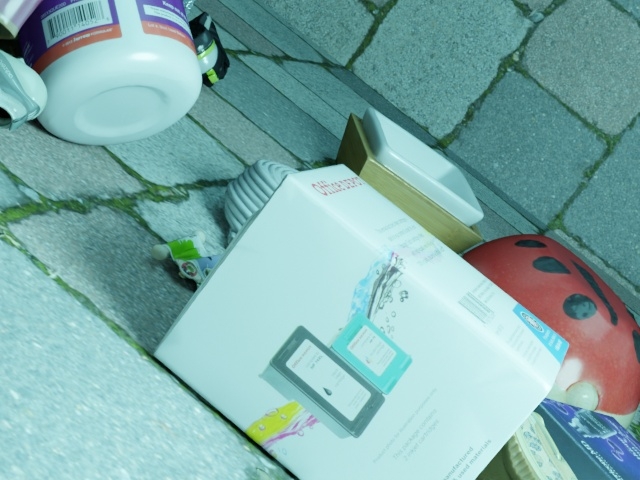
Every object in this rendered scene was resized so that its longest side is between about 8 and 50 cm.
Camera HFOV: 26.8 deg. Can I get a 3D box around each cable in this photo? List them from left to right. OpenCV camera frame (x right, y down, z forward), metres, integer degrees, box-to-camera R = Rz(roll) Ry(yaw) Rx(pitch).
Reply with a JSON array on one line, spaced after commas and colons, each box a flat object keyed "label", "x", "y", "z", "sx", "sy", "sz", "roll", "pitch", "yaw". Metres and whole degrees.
[{"label": "cable", "x": 0.000, "y": 0.000, "z": 1.598, "sx": 0.257, "sy": 0.089, "sz": 0.257, "roll": 31, "pitch": 15, "yaw": -25}]

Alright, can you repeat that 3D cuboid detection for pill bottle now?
[{"label": "pill bottle", "x": -0.247, "y": -0.277, "z": 1.464, "sx": 0.181, "sy": 0.181, "sz": 0.323, "roll": 19, "pitch": 50, "yaw": -54}]

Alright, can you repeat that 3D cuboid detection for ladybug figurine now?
[{"label": "ladybug figurine", "x": 0.331, "y": 0.117, "z": 1.899, "sx": 0.305, "sy": 0.162, "sz": 0.449, "roll": 33, "pitch": 14, "yaw": -18}]

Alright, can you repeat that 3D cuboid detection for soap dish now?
[{"label": "soap dish", "x": 0.138, "y": -0.091, "z": 2.200, "sx": 0.229, "sy": 0.118, "sz": 0.291, "roll": 34, "pitch": 13, "yaw": -14}]

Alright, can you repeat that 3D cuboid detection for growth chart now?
[{"label": "growth chart", "x": -0.060, "y": 0.068, "z": 1.367, "sx": 0.237, "sy": 0.021, "sz": 0.172, "roll": 38, "pitch": 12, "yaw": -1}]

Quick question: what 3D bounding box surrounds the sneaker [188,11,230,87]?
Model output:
[{"label": "sneaker", "x": -0.197, "y": -0.302, "z": 2.198, "sx": 0.097, "sy": 0.084, "sz": 0.235, "roll": 58, "pitch": 7, "yaw": -21}]

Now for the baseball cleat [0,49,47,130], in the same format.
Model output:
[{"label": "baseball cleat", "x": -0.363, "y": -0.170, "z": 1.280, "sx": 0.206, "sy": 0.072, "sz": 0.109, "roll": 26, "pitch": 33, "yaw": 8}]

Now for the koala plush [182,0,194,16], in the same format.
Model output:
[{"label": "koala plush", "x": -0.298, "y": -0.280, "z": 1.661, "sx": 0.221, "sy": 0.203, "sz": 0.196, "roll": -5, "pitch": 25, "yaw": -45}]

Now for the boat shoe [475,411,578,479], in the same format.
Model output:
[{"label": "boat shoe", "x": 0.187, "y": 0.229, "z": 1.291, "sx": 0.089, "sy": 0.104, "sz": 0.285, "roll": 21, "pitch": 31, "yaw": -45}]

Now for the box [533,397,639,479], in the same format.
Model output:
[{"label": "box", "x": 0.277, "y": 0.259, "z": 1.399, "sx": 0.207, "sy": 0.108, "sz": 0.153, "roll": 21, "pitch": 22, "yaw": -52}]

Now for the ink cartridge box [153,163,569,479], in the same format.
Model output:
[{"label": "ink cartridge box", "x": 0.041, "y": 0.092, "z": 1.155, "sx": 0.270, "sy": 0.197, "sz": 0.198, "roll": 39, "pitch": 14, "yaw": 8}]

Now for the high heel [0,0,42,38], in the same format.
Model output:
[{"label": "high heel", "x": -0.348, "y": -0.312, "z": 1.392, "sx": 0.377, "sy": 0.181, "sz": 0.127, "roll": 24, "pitch": -14, "yaw": 45}]

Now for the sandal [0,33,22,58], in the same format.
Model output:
[{"label": "sandal", "x": -0.305, "y": -0.197, "z": 1.551, "sx": 0.180, "sy": 0.049, "sz": 0.072, "roll": 22, "pitch": -17, "yaw": -17}]
